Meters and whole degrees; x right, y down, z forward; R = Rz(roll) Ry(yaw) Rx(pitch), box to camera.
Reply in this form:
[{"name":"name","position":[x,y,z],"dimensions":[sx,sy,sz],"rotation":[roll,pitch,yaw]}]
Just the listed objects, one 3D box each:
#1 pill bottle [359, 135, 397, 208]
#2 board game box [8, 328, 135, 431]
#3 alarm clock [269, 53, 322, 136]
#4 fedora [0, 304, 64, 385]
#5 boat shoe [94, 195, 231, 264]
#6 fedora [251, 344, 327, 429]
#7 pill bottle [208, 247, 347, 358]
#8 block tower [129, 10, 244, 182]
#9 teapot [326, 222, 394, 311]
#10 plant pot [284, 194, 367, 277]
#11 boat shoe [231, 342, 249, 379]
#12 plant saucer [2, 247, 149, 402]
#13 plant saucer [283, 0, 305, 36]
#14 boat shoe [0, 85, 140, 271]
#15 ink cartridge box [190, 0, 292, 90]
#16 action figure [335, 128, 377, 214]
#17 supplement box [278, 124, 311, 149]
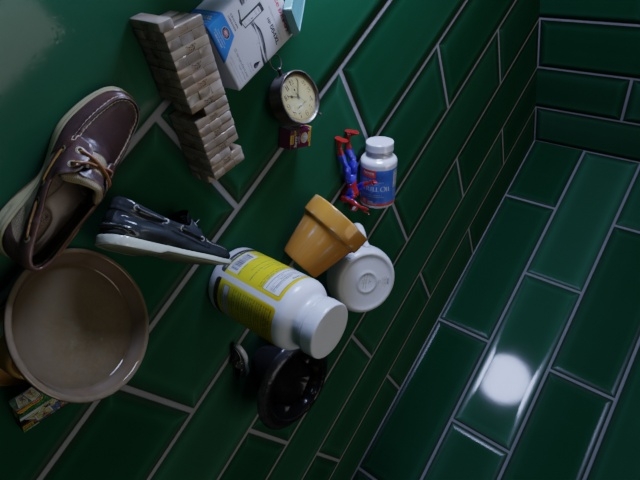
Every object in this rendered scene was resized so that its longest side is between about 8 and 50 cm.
[{"name":"pill bottle","position":[0.194,-0.230,1.556],"dimensions":[0.124,0.124,0.221],"rotation":[-36,135,-39]},{"name":"board game box","position":[-0.475,0.269,0.929],"dimensions":[0.260,0.030,0.136],"rotation":[-34,161,-40]},{"name":"alarm clock","position":[-0.074,-0.362,1.130],"dimensions":[0.129,0.064,0.192],"rotation":[-49,127,-31]},{"name":"fedora","position":[-0.511,0.192,0.833],"dimensions":[0.194,0.079,0.194],"rotation":[-34,136,-41]},{"name":"boat shoe","position":[-0.306,-0.014,0.971],"dimensions":[0.340,0.127,0.112],"rotation":[17,72,-55]},{"name":"fedora","position":[-0.123,0.430,1.475],"dimensions":[0.334,0.153,0.333],"rotation":[-28,128,-43]},{"name":"pill bottle","position":[-0.106,0.156,1.161],"dimensions":[0.188,0.334,0.187],"rotation":[-33,135,-41]},{"name":"block tower","position":[-0.248,-0.277,0.915],"dimensions":[0.097,0.091,0.335],"rotation":[-46,143,-30]},{"name":"teapot","position":[0.121,0.112,1.618],"dimensions":[0.256,0.187,0.252],"rotation":[-44,117,-5]},{"name":"plant pot","position":[0.000,0.000,1.369],"dimensions":[0.188,0.205,0.205],"rotation":[-48,146,-1]},{"name":"boat shoe","position":[-0.240,0.359,1.361],"dimensions":[0.040,0.049,0.142],"rotation":[-39,140,-36]},{"name":"plant saucer","position":[-0.433,0.151,0.837],"dimensions":[0.278,0.041,0.277],"rotation":[43,38,-45]},{"name":"plant saucer","position":[-0.053,-0.532,1.019],"dimensions":[0.067,0.018,0.192],"rotation":[62,26,-51]},{"name":"boat shoe","position":[-0.397,-0.103,0.772],"dimensions":[0.341,0.123,0.123],"rotation":[-58,147,-14]},{"name":"ink cartridge box","position":[-0.161,-0.435,0.946],"dimensions":[0.203,0.086,0.148],"rotation":[-54,146,-20]},{"name":"action figure","position":[0.123,-0.197,1.469],"dimensions":[0.091,0.139,0.280],"rotation":[-41,142,-33]},{"name":"supplement box","position":[-0.067,-0.275,1.222],"dimensions":[0.083,0.043,0.054],"rotation":[-26,130,-45]}]
